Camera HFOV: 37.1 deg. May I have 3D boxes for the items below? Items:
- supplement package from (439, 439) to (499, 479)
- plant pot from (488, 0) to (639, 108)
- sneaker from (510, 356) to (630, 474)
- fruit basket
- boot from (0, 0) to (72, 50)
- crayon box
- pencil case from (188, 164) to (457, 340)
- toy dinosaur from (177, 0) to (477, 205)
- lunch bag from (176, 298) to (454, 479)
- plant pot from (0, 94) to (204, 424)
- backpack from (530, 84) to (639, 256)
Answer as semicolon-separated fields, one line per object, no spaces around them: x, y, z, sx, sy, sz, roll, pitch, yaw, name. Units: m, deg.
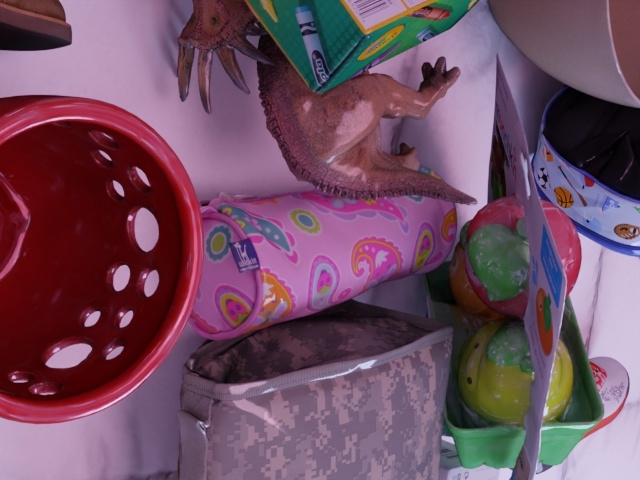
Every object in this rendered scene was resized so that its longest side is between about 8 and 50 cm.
0.119;0.321;1.071;0.105;0.105;0.179;5;96;-48;supplement package
0.298;-0.294;1.058;0.284;0.191;0.284;-14;110;-46;plant pot
0.335;0.187;1.286;0.270;0.090;0.145;-29;122;-37;sneaker
0.177;0.049;0.945;0.327;0.166;0.353;-92;173;-47;fruit basket
-0.270;-0.188;0.539;0.305;0.112;0.115;15;77;-46;boot
-0.012;-0.263;0.705;0.165;0.081;0.278;-33;85;-38;crayon box
0.000;0.000;0.858;0.284;0.124;0.124;-15;110;-43;pencil case
-0.011;-0.118;0.760;0.200;0.127;0.295;-21;75;-40;toy dinosaur
-0.024;0.194;0.841;0.287;0.169;0.235;-11;107;-50;lunch bag
-0.198;0.001;0.600;0.191;0.174;0.191;-15;110;-45;plant pot
0.389;-0.110;1.168;0.263;0.276;0.213;-33;144;-29;backpack
